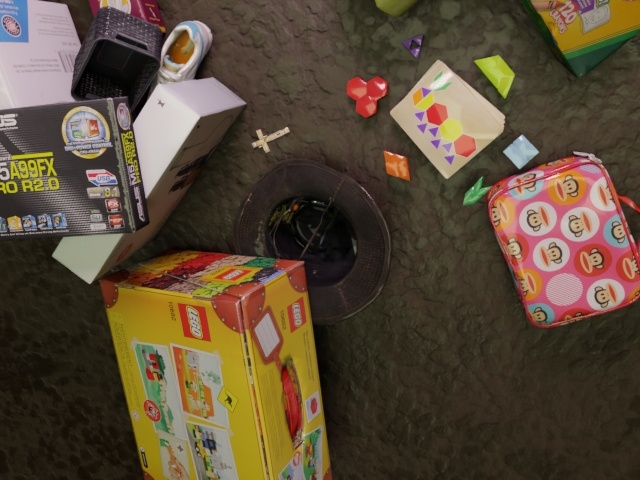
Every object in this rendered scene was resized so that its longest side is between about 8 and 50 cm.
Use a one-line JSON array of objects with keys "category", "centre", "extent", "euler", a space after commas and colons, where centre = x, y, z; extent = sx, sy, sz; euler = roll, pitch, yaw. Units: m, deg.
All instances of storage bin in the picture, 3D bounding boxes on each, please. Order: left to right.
[{"category": "storage bin", "centre": [-0.385, -0.335, 1.216], "extent": [0.122, 0.084, 0.180], "euler": [15, 146, -32]}]

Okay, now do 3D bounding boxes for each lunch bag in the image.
[{"category": "lunch bag", "centre": [0.463, -0.004, 1.184], "extent": [0.258, 0.120, 0.293], "euler": [-19, 100, 15]}]

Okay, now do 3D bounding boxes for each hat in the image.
[{"category": "hat", "centre": [0.000, 0.000, 1.269], "extent": [0.331, 0.134, 0.331], "euler": [3, 96, 24]}]

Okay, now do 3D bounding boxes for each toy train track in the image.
[{"category": "toy train track", "centre": [-0.101, -0.206, 1.293], "extent": [0.083, 0.014, 0.048], "euler": [-22, 100, 15]}]

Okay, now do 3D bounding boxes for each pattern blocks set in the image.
[{"category": "pattern blocks set", "centre": [0.230, -0.227, 1.195], "extent": [0.285, 0.026, 0.325], "euler": [-33, 86, 17]}]

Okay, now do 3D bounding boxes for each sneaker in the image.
[{"category": "sneaker", "centre": [-0.290, -0.320, 1.258], "extent": [0.087, 0.092, 0.229], "euler": [26, 109, 1]}]

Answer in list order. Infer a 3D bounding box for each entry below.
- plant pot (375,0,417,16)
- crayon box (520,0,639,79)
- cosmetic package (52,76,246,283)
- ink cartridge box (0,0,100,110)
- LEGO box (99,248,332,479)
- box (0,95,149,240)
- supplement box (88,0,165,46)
[{"category": "plant pot", "centre": [0.148, -0.523, 1.049], "extent": [0.276, 0.276, 0.254], "euler": [45, 120, -3]}, {"category": "crayon box", "centre": [0.412, -0.411, 1.027], "extent": [0.165, 0.081, 0.278], "euler": [-40, 133, 18]}, {"category": "cosmetic package", "centre": [-0.312, -0.124, 1.215], "extent": [0.097, 0.284, 0.377], "euler": [38, 109, -1]}, {"category": "ink cartridge box", "centre": [-0.554, -0.240, 1.228], "extent": [0.166, 0.285, 0.395], "euler": [-14, 102, 14]}, {"category": "LEGO box", "centre": [-0.200, 0.289, 1.281], "extent": [0.372, 0.193, 0.500], "euler": [5, 110, 33]}, {"category": "box", "centre": [-0.432, -0.115, 1.058], "extent": [0.270, 0.060, 0.216], "euler": [-3, 105, 11]}, {"category": "supplement box", "centre": [-0.387, -0.480, 1.239], "extent": [0.104, 0.081, 0.188], "euler": [-14, 102, 14]}]
